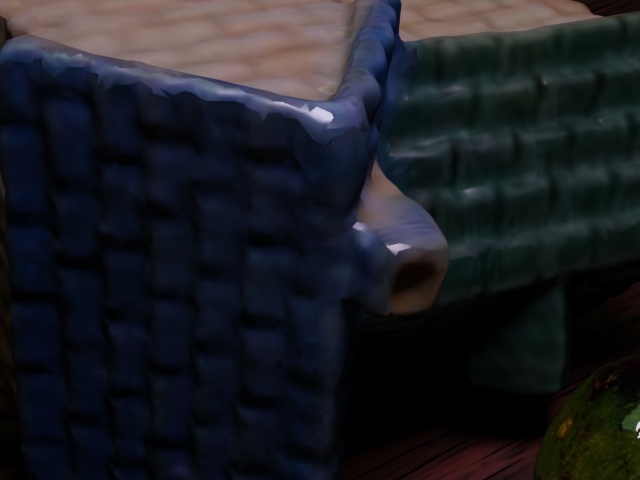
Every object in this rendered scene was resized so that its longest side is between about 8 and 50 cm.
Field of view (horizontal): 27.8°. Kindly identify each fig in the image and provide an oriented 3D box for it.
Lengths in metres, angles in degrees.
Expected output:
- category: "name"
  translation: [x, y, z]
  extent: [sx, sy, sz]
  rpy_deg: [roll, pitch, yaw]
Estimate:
- category: "fig"
  translation: [0.207, 0.134, 0.729]
  extent: [0.156, 0.123, 0.123]
  rpy_deg: [27, 26, -6]

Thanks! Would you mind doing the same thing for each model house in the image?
- category: "model house"
  translation: [0.000, 0.000, 0.854]
  extent: [0.445, 0.395, 0.400]
  rpy_deg: [-13, 33, -29]
